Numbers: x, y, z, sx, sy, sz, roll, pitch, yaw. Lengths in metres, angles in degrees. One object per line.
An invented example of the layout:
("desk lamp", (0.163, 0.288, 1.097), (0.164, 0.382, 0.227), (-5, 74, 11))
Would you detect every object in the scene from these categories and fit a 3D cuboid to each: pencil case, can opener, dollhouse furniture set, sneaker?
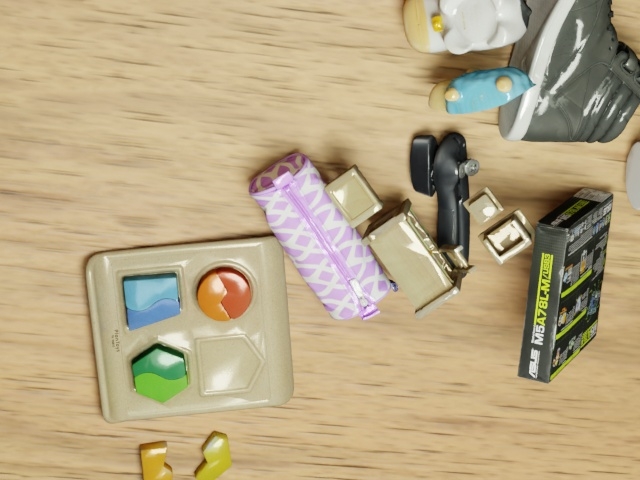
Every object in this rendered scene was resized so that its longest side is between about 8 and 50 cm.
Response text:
("pencil case", (0.000, 0.000, 1.800), (0.086, 0.088, 0.206), (-32, 109, 8))
("can opener", (0.152, -0.038, 1.840), (0.059, 0.073, 0.186), (-31, 120, -41))
("dollhouse furniture set", (0.126, -0.038, 1.780), (0.161, 0.101, 0.182), (-34, 96, 13))
("sneaker", (0.309, -0.239, 1.774), (0.147, 0.104, 0.295), (10, 112, -15))

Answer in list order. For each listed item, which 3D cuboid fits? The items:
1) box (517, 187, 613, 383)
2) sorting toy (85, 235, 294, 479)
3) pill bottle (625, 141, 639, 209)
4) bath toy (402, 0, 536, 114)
("box", (0.284, 0.048, 1.820), (0.045, 0.191, 0.184), (14, 111, 23))
("sorting toy", (-0.144, 0.152, 1.848), (0.229, 0.041, 0.307), (-7, 109, -8))
("pill bottle", (0.460, -0.075, 1.846), (0.194, 0.108, 0.108), (-1, 108, -10))
("bath toy", (0.153, -0.317, 1.707), (0.151, 0.129, 0.348), (1, 107, 29))
